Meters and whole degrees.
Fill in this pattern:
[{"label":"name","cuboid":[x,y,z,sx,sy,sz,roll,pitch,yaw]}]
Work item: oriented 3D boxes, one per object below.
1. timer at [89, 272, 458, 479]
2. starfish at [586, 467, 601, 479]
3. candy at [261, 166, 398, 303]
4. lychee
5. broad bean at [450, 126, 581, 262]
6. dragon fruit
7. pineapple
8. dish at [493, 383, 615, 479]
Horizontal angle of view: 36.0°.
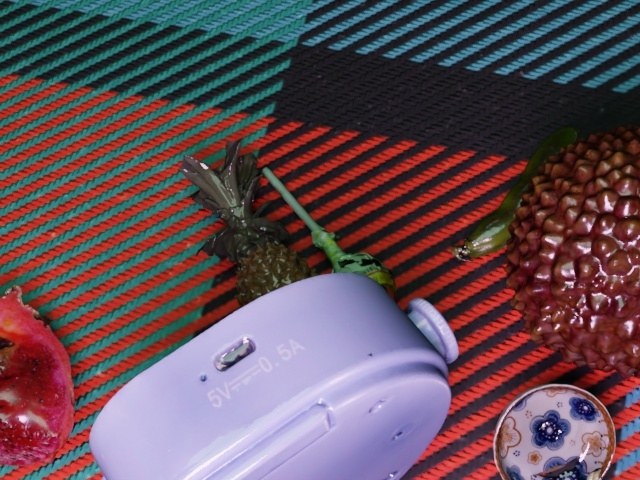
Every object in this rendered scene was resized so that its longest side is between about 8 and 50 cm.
[{"label":"timer","cuboid":[-0.030,0.183,1.026,0.395,0.395,0.173,-34,61,-11]},{"label":"starfish","cuboid":[0.266,0.351,1.045,0.217,0.050,0.223,30,95,41]},{"label":"candy","cuboid":[0.000,0.000,1.297,0.083,0.091,0.305,-24,50,-20]},{"label":"lychee","cuboid":[0.361,0.011,1.117,0.306,0.330,0.306,0,91,15]},{"label":"broad bean","cuboid":[0.272,-0.060,1.298,0.065,0.046,0.254,31,70,35]},{"label":"dragon fruit","cuboid":[-0.406,0.162,1.228,0.262,0.134,0.211,22,54,1]},{"label":"pineapple","cuboid":[-0.086,-0.008,1.271,0.130,0.119,0.277,-48,58,30]},{"label":"dish","cuboid":[0.259,0.224,1.140,0.141,0.078,0.141,-1,98,-5]}]
